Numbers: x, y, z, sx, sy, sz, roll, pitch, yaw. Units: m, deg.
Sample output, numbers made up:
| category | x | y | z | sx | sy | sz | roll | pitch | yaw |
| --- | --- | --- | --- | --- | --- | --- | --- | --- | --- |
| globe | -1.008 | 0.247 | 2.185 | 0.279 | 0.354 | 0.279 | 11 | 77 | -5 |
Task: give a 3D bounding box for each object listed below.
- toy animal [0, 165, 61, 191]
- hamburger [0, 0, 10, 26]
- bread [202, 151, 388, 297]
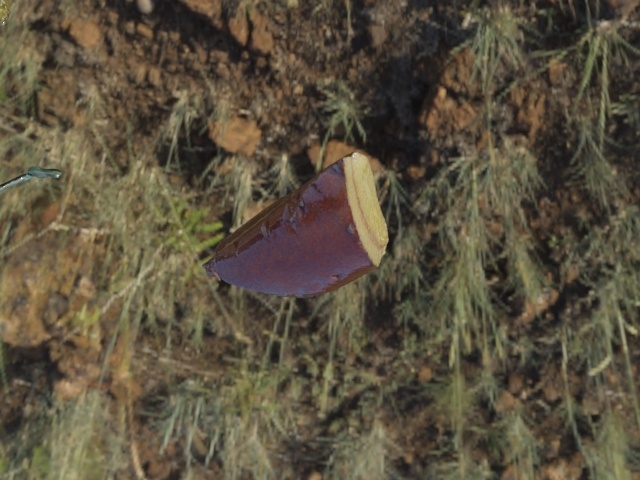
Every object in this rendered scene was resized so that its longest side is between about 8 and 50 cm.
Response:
| category | x | y | z | sx | sy | sz | roll | pitch | yaw |
| --- | --- | --- | --- | --- | --- | --- | --- | --- | --- |
| toy animal | -0.385 | -0.039 | 0.973 | 0.079 | 0.253 | 0.070 | 27 | 111 | 10 |
| hamburger | -0.337 | -0.265 | 0.820 | 0.159 | 0.185 | 0.131 | 43 | 105 | -10 |
| bread | 0.000 | 0.001 | 0.782 | 0.119 | 0.067 | 0.192 | 29 | 138 | -26 |
